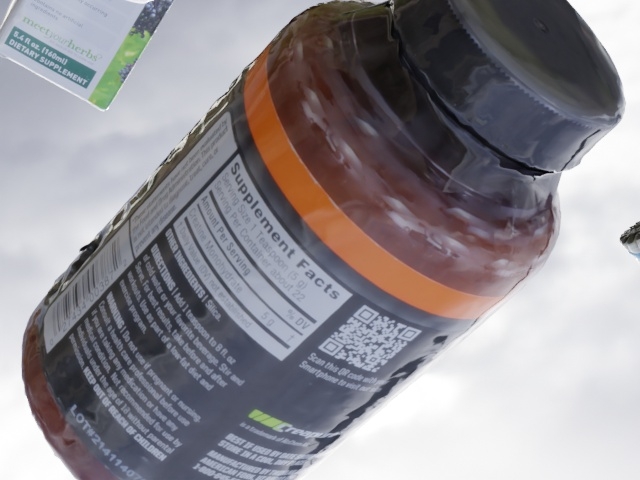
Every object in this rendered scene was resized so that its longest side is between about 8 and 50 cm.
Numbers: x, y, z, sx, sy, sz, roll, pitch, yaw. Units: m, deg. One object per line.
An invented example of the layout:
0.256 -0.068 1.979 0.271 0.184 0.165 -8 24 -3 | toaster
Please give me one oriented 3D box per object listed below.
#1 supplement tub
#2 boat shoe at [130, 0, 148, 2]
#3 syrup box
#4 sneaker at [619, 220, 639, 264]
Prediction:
0.000 0.000 0.477 0.198 0.106 0.106 -44 -176 31 | supplement tub
-0.063 -0.236 0.856 0.076 0.226 0.083 10 172 -18 | boat shoe
-0.129 -0.220 1.083 0.093 0.237 0.096 28 -154 -16 | syrup box
0.331 -0.001 1.426 0.063 0.073 0.162 -28 -178 44 | sneaker
